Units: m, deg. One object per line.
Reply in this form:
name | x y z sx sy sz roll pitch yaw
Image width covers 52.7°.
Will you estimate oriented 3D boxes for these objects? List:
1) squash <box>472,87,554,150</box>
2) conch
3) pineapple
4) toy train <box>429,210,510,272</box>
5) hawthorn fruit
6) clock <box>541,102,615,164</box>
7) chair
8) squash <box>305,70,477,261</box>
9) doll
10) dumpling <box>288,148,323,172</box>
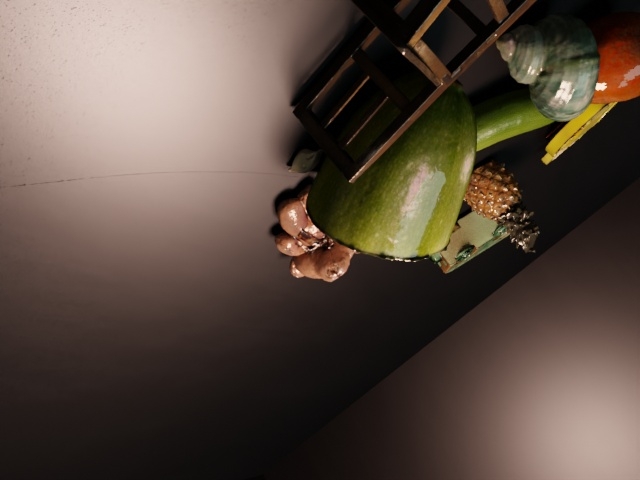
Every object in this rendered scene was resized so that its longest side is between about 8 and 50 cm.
squash | 0.413 -0.282 1.508 0.394 0.107 0.107 -21 153 -15
conch | 0.488 -0.367 1.359 0.277 0.220 0.196 18 96 -19
pineapple | 0.517 -0.086 1.813 0.157 0.279 0.158 -27 158 -12
toy train | 0.481 -0.015 2.083 0.326 0.129 0.159 -31 162 -11
hawthorn fruit | 0.637 -0.409 1.496 0.262 0.211 0.210 -15 163 21
clock | 0.764 -0.358 1.885 0.277 0.071 0.293 -38 169 -16
chair | 0.093 -0.308 0.947 0.416 0.203 0.240 -45 159 16
squash | 0.145 -0.168 1.211 0.310 0.310 0.309 -17 135 -36
doll | 0.000 0.000 1.450 0.201 0.156 0.303 -29 152 1
dumpling | -0.023 -0.157 1.261 0.077 0.043 0.059 -55 172 30
